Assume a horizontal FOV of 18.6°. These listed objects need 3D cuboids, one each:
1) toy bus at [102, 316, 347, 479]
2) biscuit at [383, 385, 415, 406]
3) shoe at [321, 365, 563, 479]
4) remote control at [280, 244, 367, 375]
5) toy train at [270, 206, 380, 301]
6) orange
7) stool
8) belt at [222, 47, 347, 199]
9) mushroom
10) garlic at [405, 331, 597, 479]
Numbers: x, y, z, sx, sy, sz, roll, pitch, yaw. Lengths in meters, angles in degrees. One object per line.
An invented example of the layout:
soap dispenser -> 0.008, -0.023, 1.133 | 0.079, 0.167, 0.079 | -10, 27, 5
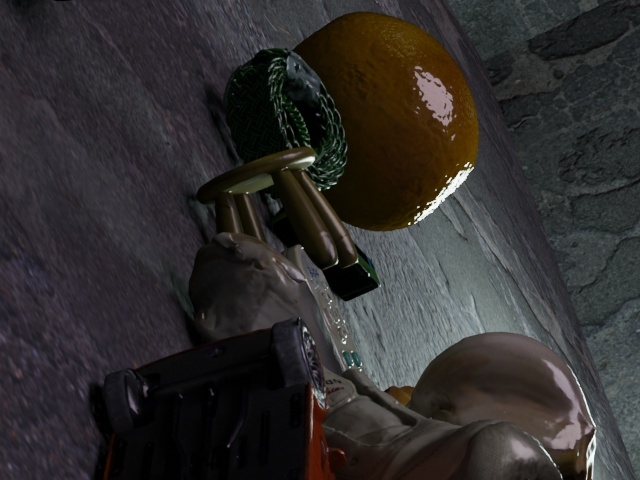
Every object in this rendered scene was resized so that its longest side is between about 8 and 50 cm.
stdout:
toy bus -> -0.056, 0.180, 1.187 | 0.329, 0.143, 0.153 | -92, 164, -64
biscuit -> 0.130, 0.264, 2.020 | 0.260, 0.041, 0.203 | 61, 12, -11
shoe -> 0.031, 0.166, 1.360 | 0.211, 0.132, 0.342 | 58, -29, 14
remote control -> 0.010, 0.109, 1.826 | 0.221, 0.042, 0.078 | 68, 11, 9
toy train -> 0.000, 0.000, 1.988 | 0.209, 0.044, 0.042 | 46, 23, -57
orange -> 0.056, -0.127, 2.072 | 0.236, 0.236, 0.236 | 59, 13, -23
stool -> -0.038, -0.013, 1.698 | 0.135, 0.134, 0.111 | -17, 85, -33
belt -> -0.042, -0.112, 1.925 | 0.151, 0.079, 0.121 | 62, 33, -25
mushroom -> -0.020, 0.115, 1.569 | 0.096, 0.099, 0.278 | -75, 142, -63
garlic -> 0.160, 0.215, 1.868 | 0.185, 0.203, 0.281 | -90, 174, -60
